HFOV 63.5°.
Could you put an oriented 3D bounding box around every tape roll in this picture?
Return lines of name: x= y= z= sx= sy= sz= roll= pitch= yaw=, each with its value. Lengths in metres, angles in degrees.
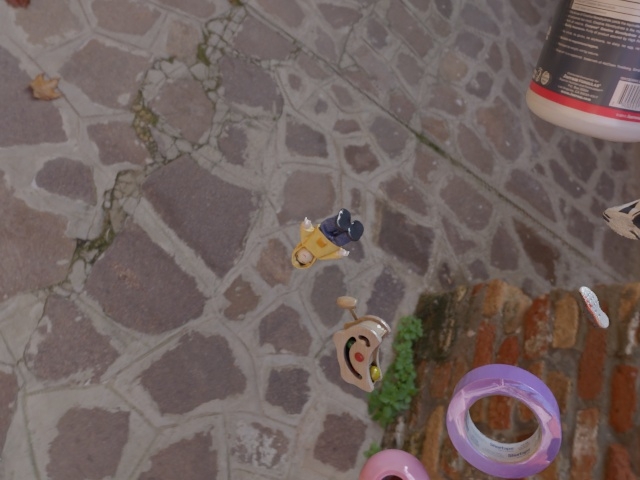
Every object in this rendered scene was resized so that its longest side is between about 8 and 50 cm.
tape roll: x=0.471 y=0.465 z=1.336 sx=0.275 sy=0.275 sz=0.090 roll=58 pitch=25 yaw=2

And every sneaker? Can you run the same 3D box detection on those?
sneaker: x=0.817 y=-0.086 z=1.253 sx=0.153 sy=0.235 sz=0.094 roll=-39 pitch=92 yaw=-8
sneaker: x=0.942 y=0.240 z=1.817 sx=0.061 sy=0.065 sz=0.158 roll=-20 pitch=79 yaw=-29

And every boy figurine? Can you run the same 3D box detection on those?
boy figurine: x=0.000 y=0.000 z=1.621 sx=0.177 sy=0.285 sz=0.092 roll=43 pitch=44 yaw=-16

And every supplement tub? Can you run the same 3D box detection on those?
supplement tub: x=0.410 y=-0.286 z=0.688 sx=0.191 sy=0.272 sz=0.191 roll=8 pitch=30 yaw=-4

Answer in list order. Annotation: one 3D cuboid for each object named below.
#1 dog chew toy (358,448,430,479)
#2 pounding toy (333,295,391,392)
dog chew toy: x=0.221 y=0.715 z=1.504 sx=0.207 sy=0.332 sz=0.206 roll=-4 pitch=69 yaw=11
pounding toy: x=0.142 y=0.289 z=1.524 sx=0.155 sy=0.154 sz=0.269 roll=-31 pitch=114 yaw=-53
